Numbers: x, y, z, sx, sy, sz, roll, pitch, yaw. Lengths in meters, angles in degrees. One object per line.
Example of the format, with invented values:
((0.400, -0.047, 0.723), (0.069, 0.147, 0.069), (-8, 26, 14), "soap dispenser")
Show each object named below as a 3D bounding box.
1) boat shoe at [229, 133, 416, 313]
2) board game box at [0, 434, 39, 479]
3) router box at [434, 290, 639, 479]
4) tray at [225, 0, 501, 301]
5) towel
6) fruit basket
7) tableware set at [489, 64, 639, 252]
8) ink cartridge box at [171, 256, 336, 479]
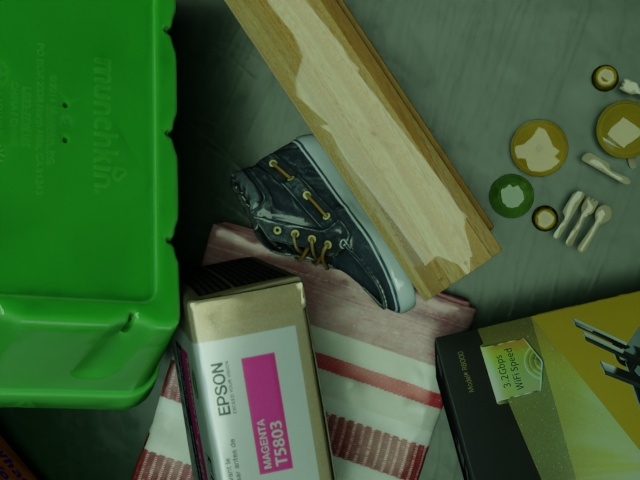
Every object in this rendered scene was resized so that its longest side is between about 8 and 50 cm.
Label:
((0.000, 0.000, 1.001), (0.083, 0.065, 0.183), (-28, 63, -14), "boat shoe")
((-0.397, 0.339, 0.928), (0.356, 0.356, 0.356), (-37, 97, 8), "board game box")
((0.239, 0.195, 0.920), (0.243, 0.081, 0.309), (-13, 60, -1), "router box")
((-0.002, -0.153, 0.950), (0.076, 0.203, 0.411), (-34, 90, 6), "tray")
((-0.028, 0.170, 1.060), (0.237, 0.037, 0.329), (19, 97, 3), "towel")
((-0.274, -0.045, 0.981), (0.283, 0.392, 0.392), (5, 95, -28), "fruit basket")
((0.214, -0.074, 1.024), (0.104, 0.024, 0.154), (29, 97, 7), "tableware set")
((-0.055, 0.139, 0.938), (0.088, 0.193, 0.235), (-10, 95, -12), "ink cartridge box")
